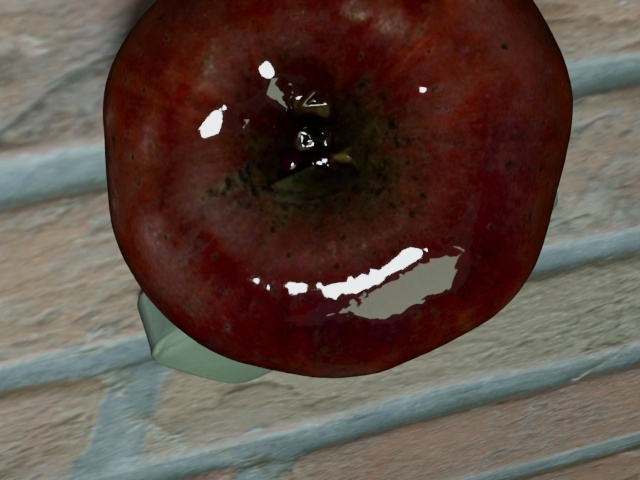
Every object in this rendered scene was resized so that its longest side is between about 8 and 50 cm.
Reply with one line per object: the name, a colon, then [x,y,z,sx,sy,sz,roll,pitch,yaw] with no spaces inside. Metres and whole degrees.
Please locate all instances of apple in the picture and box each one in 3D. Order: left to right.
apple: [0.006,-0.042,0.829,0.234,0.234,0.234,-18,155,-9]

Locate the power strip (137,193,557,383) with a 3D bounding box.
power strip: [0.000,0.001,1.083,0.265,0.059,0.193,-30,155,19]
